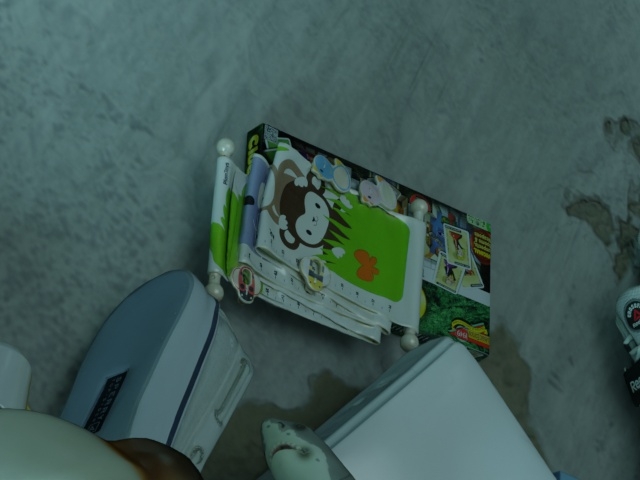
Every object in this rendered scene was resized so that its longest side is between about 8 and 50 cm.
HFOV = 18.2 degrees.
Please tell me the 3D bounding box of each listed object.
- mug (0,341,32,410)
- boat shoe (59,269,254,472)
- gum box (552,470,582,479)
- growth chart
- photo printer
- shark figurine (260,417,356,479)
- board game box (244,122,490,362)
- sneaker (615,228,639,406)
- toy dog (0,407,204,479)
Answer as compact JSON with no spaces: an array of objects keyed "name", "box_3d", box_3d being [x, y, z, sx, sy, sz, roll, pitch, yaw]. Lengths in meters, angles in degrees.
[{"name":"mug","box_3d":[-0.233,0.111,1.412,0.062,0.078,0.064,12,46,0]},{"name":"boat shoe","box_3d":[-0.131,0.198,1.415,0.156,0.136,0.367,51,38,-26]},{"name":"gum box","box_3d":[0.260,0.306,1.746,0.184,0.041,0.157,27,55,-30]},{"name":"growth chart","box_3d":[0.000,0.000,1.646,0.237,0.021,0.172,18,58,-35]},{"name":"photo printer","box_3d":[0.095,0.266,1.557,0.256,0.107,0.307,-36,95,-33]},{"name":"shark figurine","box_3d":[0.018,0.276,1.406,0.116,0.166,0.278,14,85,-54]},{"name":"board game box","box_3d":[0.043,0.005,1.714,0.259,0.030,0.136,22,59,-32]},{"name":"sneaker","box_3d":[0.330,0.116,1.856,0.146,0.122,0.330,28,44,-19]},{"name":"toy dog","box_3d":[-0.187,0.290,1.064,0.284,0.395,0.408,-6,106,-34]}]
